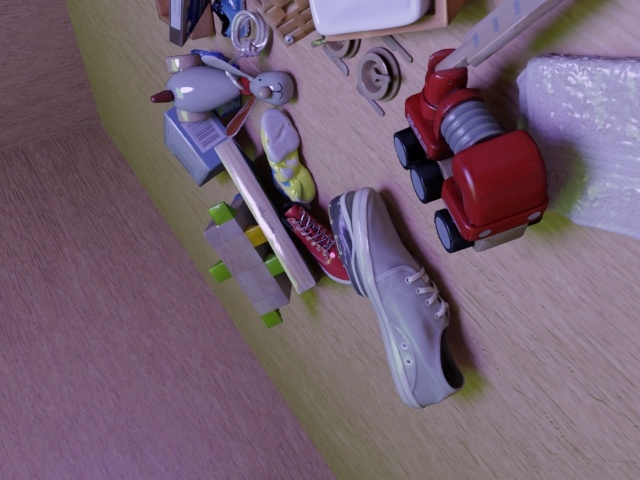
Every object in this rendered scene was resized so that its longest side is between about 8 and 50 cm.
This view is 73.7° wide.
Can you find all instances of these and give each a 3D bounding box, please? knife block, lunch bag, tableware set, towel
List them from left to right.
[{"bbox_3d":[-0.288,-0.425,1.145,0.151,0.096,0.129,35,144,25],"label":"lunch bag"},{"bbox_3d":[-0.099,-0.470,0.637,0.275,0.088,0.242,26,-135,-64],"label":"knife block"},{"bbox_3d":[0.057,-0.312,0.721,0.194,0.039,0.128,53,151,15],"label":"tableware set"},{"bbox_3d":[0.334,-0.093,0.441,0.282,0.049,0.187,27,138,47],"label":"towel"}]

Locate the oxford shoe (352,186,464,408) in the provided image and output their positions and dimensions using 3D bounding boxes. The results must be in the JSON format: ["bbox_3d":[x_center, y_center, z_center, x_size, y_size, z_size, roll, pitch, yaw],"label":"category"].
[{"bbox_3d":[0.171,0.106,0.824,0.130,0.169,0.449,-16,95,27],"label":"oxford shoe"}]

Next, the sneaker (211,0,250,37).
[{"bbox_3d":[-0.205,-0.527,0.934,0.063,0.073,0.162,30,138,45],"label":"sneaker"}]

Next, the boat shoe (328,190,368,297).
[{"bbox_3d":[0.072,0.012,0.914,0.068,0.081,0.228,-16,84,49],"label":"boat shoe"}]

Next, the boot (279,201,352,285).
[{"bbox_3d":[0.000,0.000,0.987,0.244,0.088,0.176,36,169,43],"label":"boot"}]

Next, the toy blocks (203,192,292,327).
[{"bbox_3d":[-0.191,0.023,1.248,0.381,0.191,0.261,60,-168,-22],"label":"toy blocks"}]

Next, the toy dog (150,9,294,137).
[{"bbox_3d":[-0.242,-0.337,0.950,0.333,0.161,0.220,-12,114,36],"label":"toy dog"}]

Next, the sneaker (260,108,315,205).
[{"bbox_3d":[-0.101,-0.195,1.042,0.126,0.091,0.240,10,124,57],"label":"sneaker"}]

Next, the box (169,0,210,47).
[{"bbox_3d":[-0.268,-0.551,0.927,0.036,0.225,0.136,21,157,-11],"label":"box"}]

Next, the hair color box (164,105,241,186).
[{"bbox_3d":[-0.366,-0.285,1.285,0.185,0.113,0.374,53,164,-12],"label":"hair color box"}]

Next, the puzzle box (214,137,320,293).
[{"bbox_3d":[-0.126,-0.054,1.128,0.409,0.052,0.272,60,-179,4],"label":"puzzle box"}]

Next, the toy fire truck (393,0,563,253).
[{"bbox_3d":[0.187,-0.136,0.478,0.246,0.158,0.217,67,-176,-61],"label":"toy fire truck"}]

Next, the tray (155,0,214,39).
[{"bbox_3d":[-0.358,-0.727,1.015,0.203,0.076,0.411,42,146,34],"label":"tray"}]

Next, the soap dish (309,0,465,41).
[{"bbox_3d":[0.071,-0.412,0.522,0.229,0.118,0.291,25,135,49],"label":"soap dish"}]
